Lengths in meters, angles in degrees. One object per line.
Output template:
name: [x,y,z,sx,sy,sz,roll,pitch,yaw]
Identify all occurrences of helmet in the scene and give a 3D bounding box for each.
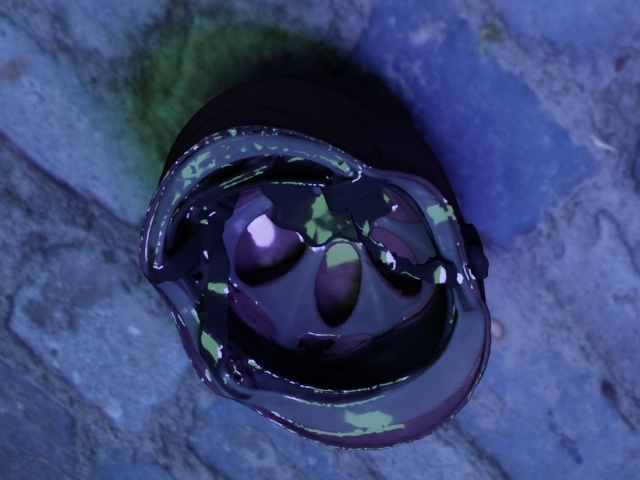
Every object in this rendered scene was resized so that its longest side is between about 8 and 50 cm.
helmet: [0.000,0.000,1.226,0.271,0.197,0.338,-25,123,21]
